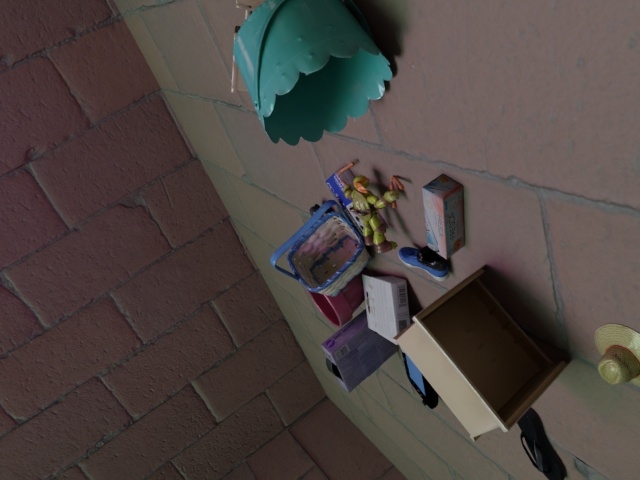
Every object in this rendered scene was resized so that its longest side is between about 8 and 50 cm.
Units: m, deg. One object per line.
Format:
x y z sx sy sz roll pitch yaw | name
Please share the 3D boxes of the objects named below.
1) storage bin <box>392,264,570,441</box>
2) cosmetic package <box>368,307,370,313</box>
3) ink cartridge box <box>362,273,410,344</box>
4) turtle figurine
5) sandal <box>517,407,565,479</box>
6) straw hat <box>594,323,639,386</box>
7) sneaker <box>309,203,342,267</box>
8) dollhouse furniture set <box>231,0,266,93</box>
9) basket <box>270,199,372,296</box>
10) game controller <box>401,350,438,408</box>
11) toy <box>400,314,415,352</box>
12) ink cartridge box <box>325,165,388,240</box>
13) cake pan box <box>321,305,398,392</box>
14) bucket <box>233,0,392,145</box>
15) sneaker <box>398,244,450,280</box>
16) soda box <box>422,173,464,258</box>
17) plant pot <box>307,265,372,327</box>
0.335 0.223 1.142 0.262 0.260 0.123 51 145 15 | storage bin
0.213 0.264 1.839 0.115 0.041 0.060 44 -169 -7 | cosmetic package
0.202 0.201 1.701 0.232 0.066 0.188 -162 65 -77 | ink cartridge box
0.128 -0.076 1.383 0.270 0.087 0.217 18 134 54 | turtle figurine
0.558 0.538 1.447 0.254 0.055 0.097 60 163 -14 | sandal
0.516 0.216 0.954 0.144 0.061 0.144 48 161 22 | straw hat
0.000 0.000 1.871 0.111 0.121 0.299 43 159 36 | sneaker
-0.097 -0.507 1.296 0.303 0.198 0.286 -97 14 -50 | dollhouse furniture set
0.004 0.032 1.648 0.201 0.255 0.289 48 -179 32 | basket
0.333 0.444 1.879 0.166 0.067 0.319 40 157 42 | game controller
0.304 0.276 1.659 0.237 0.056 0.136 -11 103 66 | toy
0.099 -0.102 1.539 0.207 0.046 0.097 56 162 -1 | ink cartridge box
0.142 0.381 1.942 0.070 0.267 0.245 34 155 47 | cake pan box
-0.021 -0.333 1.060 0.183 0.281 0.281 61 165 14 | bucket
0.248 0.036 1.357 0.152 0.058 0.084 35 159 41 | sneaker
0.262 -0.048 1.168 0.063 0.058 0.183 41 157 41 | soda box
0.075 0.161 1.863 0.201 0.180 0.201 48 162 22 | plant pot
